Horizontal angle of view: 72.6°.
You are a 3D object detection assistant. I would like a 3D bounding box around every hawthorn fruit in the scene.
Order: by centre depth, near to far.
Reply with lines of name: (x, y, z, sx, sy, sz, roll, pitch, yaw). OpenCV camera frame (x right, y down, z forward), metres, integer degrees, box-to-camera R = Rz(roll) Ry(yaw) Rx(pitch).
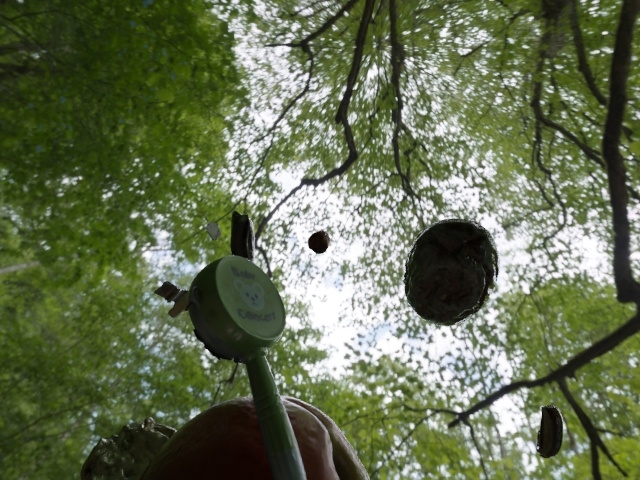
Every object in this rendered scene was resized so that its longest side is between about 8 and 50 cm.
hawthorn fruit: (-0.003, 0.005, 1.365, 0.077, 0.077, 0.077, 3, -66, 6)

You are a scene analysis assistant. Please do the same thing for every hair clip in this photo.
hair clip: (-0.426, 0.169, 1.360, 0.159, 0.218, 0.071, -42, -102, -8)

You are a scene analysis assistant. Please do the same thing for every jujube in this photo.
jujube: (0.355, 0.080, 1.193, 0.246, 0.215, 0.308, 31, -47, 10)

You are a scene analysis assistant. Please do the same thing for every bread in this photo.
bread: (-0.294, 0.451, 0.737, 0.238, 0.196, 0.252, 30, -48, 2)

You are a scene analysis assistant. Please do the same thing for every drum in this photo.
drum: (-0.058, 0.132, 0.471, 0.049, 0.130, 0.253, -36, -105, 22)

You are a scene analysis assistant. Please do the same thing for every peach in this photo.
peach: (-0.091, 0.362, 0.528, 0.332, 0.308, 0.308, -40, -76, 13)

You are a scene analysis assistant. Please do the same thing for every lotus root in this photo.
lotus root: (0.374, 0.310, 0.701, 0.037, 0.030, 0.084, 6, -90, -25)

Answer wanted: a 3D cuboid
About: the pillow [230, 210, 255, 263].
pillow: (-0.177, 0.002, 0.995, 0.055, 0.091, 0.136, 0, -78, -6)

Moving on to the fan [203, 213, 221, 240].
fan: (-0.310, -0.040, 1.233, 0.004, 0.056, 0.083, -21, -71, 25)
